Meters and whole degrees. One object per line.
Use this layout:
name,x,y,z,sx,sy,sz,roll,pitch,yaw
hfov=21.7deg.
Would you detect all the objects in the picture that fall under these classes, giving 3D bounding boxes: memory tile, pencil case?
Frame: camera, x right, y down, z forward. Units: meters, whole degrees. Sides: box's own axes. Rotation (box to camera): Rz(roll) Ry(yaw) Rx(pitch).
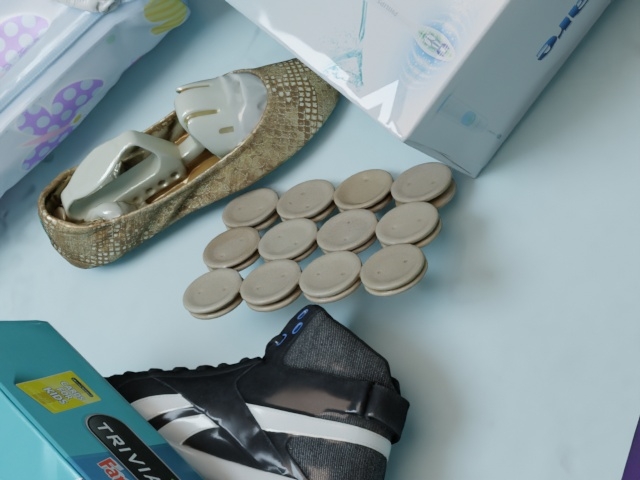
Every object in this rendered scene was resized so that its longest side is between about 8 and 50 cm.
memory tile,0.000,0.000,0.946,0.148,0.012,0.113,-8,37,24
pencil case,-0.206,-0.092,1.048,0.273,0.113,0.124,-45,38,5

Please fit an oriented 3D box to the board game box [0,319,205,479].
board game box,-0.120,0.240,0.857,0.336,0.079,0.253,40,113,31

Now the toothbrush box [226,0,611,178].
toothbrush box,0.027,-0.210,0.941,0.295,0.126,0.216,42,100,22

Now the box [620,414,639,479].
box,0.220,0.141,0.699,0.184,0.103,0.261,23,114,29

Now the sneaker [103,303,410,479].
sneaker,-0.046,0.085,0.938,0.217,0.079,0.121,16,68,29

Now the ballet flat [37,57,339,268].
ballet flat,-0.084,-0.053,1.002,0.206,0.067,0.073,-35,54,8
